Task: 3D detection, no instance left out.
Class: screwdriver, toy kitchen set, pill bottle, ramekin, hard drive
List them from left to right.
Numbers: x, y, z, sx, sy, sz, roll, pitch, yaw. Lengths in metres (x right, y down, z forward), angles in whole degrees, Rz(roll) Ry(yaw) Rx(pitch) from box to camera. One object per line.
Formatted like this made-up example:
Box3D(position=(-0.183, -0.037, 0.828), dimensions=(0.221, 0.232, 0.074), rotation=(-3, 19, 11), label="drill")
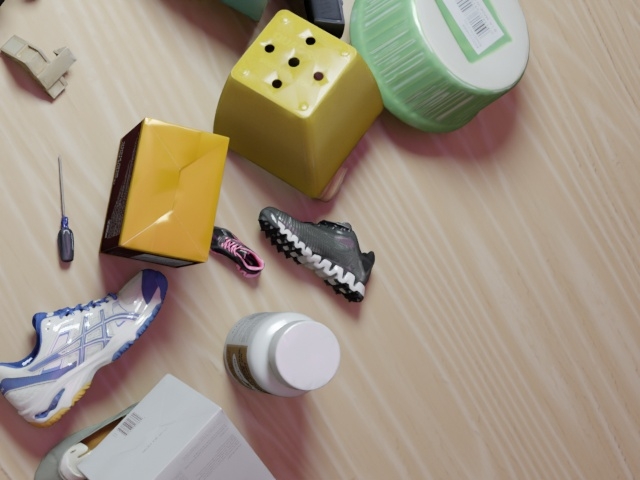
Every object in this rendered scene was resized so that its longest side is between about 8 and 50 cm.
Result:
Box3D(position=(-0.430, -0.280, 1.540), dimensions=(0.068, 0.075, 0.083), rotation=(-50, 144, -15), label="toy kitchen set")
Box3D(position=(-0.396, -0.050, 1.544), dimensions=(0.025, 0.024, 0.169), rotation=(10, 73, -51), label="screwdriver")
Box3D(position=(-0.059, 0.176, 1.546), dimensions=(0.131, 0.229, 0.131), rotation=(2, 85, -22), label="pill bottle")
Box3D(position=(-0.003, -0.409, 1.608), dimensions=(0.054, 0.254, 0.172), rotation=(-12, 97, 0), label="hard drive")
Box3D(position=(0.214, -0.350, 1.701), dimensions=(0.303, 0.148, 0.303), rotation=(12, 68, -32), label="ramekin")

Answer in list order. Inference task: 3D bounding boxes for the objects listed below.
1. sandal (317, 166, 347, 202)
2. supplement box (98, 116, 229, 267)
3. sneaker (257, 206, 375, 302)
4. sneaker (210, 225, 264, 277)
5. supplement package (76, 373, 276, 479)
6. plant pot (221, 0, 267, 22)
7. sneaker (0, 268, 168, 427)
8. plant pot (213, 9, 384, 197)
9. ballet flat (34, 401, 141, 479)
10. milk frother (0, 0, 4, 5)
Box3D(position=(0.018, -0.189, 1.684), dimensions=(0.079, 0.088, 0.240), rotation=(22, 83, -25), label="sandal")
Box3D(position=(-0.241, -0.066, 1.510), dimensions=(0.129, 0.194, 0.191), rotation=(12, 81, -21), label="supplement box")
Box3D(position=(0.000, 0.000, 1.671), dimensions=(0.234, 0.078, 0.106), rotation=(38, 70, -19), label="sneaker")
Box3D(position=(-0.138, 0.015, 1.621), dimensions=(0.119, 0.057, 0.047), rotation=(36, 75, -14), label="sneaker")
Box3D(position=(-0.207, 0.350, 1.478), dimensions=(0.194, 0.149, 0.203), rotation=(-45, 129, -20), label="supplement package")
Box3D(position=(-0.146, -0.523, 1.547), dimensions=(0.235, 0.293, 0.293), rotation=(23, 77, -8), label="plant pot")
Box3D(position=(-0.358, 0.135, 1.492), dimensions=(0.131, 0.112, 0.296), rotation=(46, 70, -12), label="sneaker")
Box3D(position=(-0.039, -0.232, 1.569), dimensions=(0.212, 0.187, 0.212), rotation=(32, 73, 13), label="plant pot")
Box3D(position=(-0.335, 0.312, 1.510), dimensions=(0.213, 0.068, 0.072), rotation=(-32, 98, -21), label="ballet flat")
Box3D(position=(-0.499, -0.361, 1.488), dimensions=(0.135, 0.129, 0.143), rotation=(-46, 139, 16), label="milk frother")
